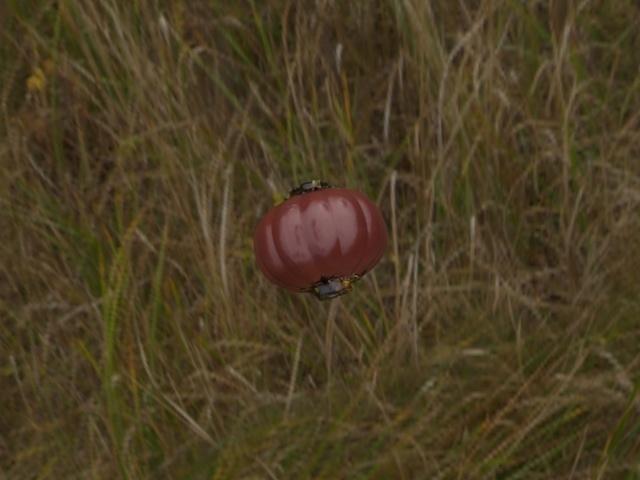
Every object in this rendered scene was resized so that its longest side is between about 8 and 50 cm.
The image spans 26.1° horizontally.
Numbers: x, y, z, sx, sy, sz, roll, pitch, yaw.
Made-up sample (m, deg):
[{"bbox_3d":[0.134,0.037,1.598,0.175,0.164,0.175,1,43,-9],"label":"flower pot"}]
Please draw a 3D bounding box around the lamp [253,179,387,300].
[{"bbox_3d":[0.000,0.000,1.102,0.107,0.107,0.092,-13,77,0],"label":"lamp"}]
